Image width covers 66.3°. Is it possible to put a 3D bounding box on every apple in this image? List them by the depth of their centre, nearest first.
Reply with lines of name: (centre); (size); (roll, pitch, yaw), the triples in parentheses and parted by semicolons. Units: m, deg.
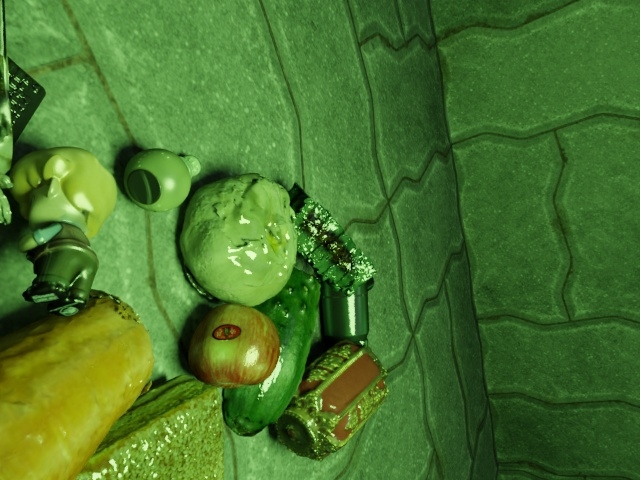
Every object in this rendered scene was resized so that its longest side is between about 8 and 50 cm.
apple: (-0.136, 0.170, 0.791); (0.146, 0.146, 0.131); (39, 48, -53)

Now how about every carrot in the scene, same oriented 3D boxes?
carrot: (-0.295, 0.179, 0.484); (0.254, 0.196, 0.196); (-46, 127, -66)

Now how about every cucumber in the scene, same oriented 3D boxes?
cucumber: (-0.087, 0.196, 0.920); (0.145, 0.105, 0.325); (53, 45, -46)

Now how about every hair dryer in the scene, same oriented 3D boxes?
hair dryer: (0.092, 0.171, 1.260); (0.302, 0.116, 0.244); (-8, 96, -68)

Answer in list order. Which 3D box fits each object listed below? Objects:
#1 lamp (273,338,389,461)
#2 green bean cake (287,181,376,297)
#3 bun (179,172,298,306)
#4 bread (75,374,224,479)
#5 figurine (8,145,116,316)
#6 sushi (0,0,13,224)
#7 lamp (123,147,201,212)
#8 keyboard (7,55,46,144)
lamp: (0.024, 0.321, 1.010); (0.274, 0.177, 0.177); (-27, 110, -49)
green bean cake: (0.000, 0.000, 1.008); (0.107, 0.193, 0.208); (-40, 136, -2)
bun: (-0.118, -0.004, 0.840); (0.239, 0.141, 0.239); (15, 72, -57)
bread: (-0.233, 0.305, 0.631); (0.234, 0.111, 0.184); (-19, 106, -59)
figurine: (-0.283, -0.011, 0.537); (0.114, 0.108, 0.196); (53, 22, -56)
sushi: (-0.356, -0.149, 0.454); (0.109, 0.134, 0.272); (-4, 101, -37)
lamp: (-0.222, -0.100, 0.735); (0.163, 0.091, 0.091); (-59, 138, -66)
keyboard: (-0.376, -0.097, 0.510); (0.087, 0.017, 0.250); (51, 43, -44)
